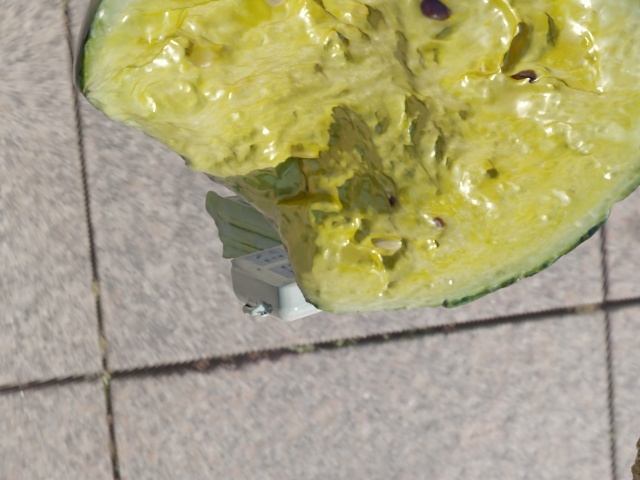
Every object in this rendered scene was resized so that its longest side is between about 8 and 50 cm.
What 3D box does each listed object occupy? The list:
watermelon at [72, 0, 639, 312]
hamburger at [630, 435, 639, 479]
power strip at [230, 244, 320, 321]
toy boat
[{"bbox_3d":[0.030,-0.123,0.762,0.331,0.189,0.331,-6,139,-5],"label":"watermelon"},{"bbox_3d":[0.294,0.142,0.881,0.083,0.147,0.138,29,89,-54],"label":"hamburger"},{"bbox_3d":[0.027,0.015,0.961,0.192,0.081,0.035,-17,109,-28],"label":"power strip"},{"bbox_3d":[0.000,0.006,1.337,0.111,0.276,0.084,-1,101,-54],"label":"toy boat"}]
